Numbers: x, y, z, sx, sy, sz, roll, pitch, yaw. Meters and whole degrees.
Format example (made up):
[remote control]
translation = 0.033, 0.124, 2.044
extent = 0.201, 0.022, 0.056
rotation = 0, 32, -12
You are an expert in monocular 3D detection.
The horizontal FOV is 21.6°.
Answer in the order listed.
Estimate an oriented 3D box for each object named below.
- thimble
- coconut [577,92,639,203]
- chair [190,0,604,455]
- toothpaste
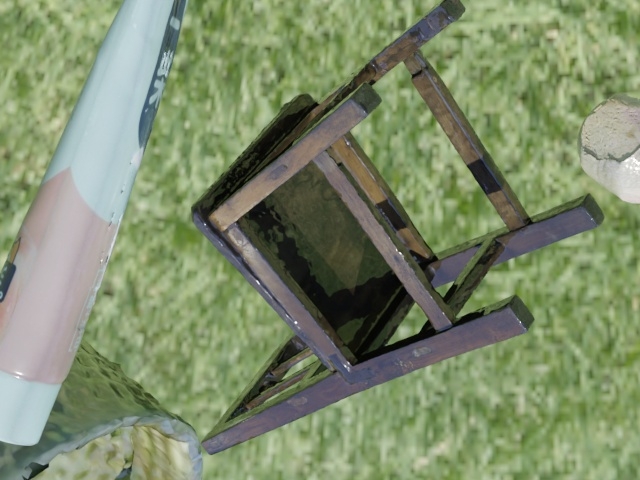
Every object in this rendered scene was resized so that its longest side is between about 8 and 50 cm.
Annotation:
[thimble]
translation = -0.216, 0.177, 1.046
extent = 0.150, 0.271, 0.271
rotation = 34, 145, 27
[coconut]
translation = 0.330, -0.092, 1.734
extent = 0.124, 0.110, 0.110
rotation = 32, 153, 38
[chair]
translation = 0.000, 0.000, 1.487
extent = 0.416, 0.203, 0.240
rotation = -26, 108, 43
[toothpaste]
translation = -0.080, -0.028, 0.598
extent = 0.036, 0.056, 0.205
rotation = 22, 93, 1
